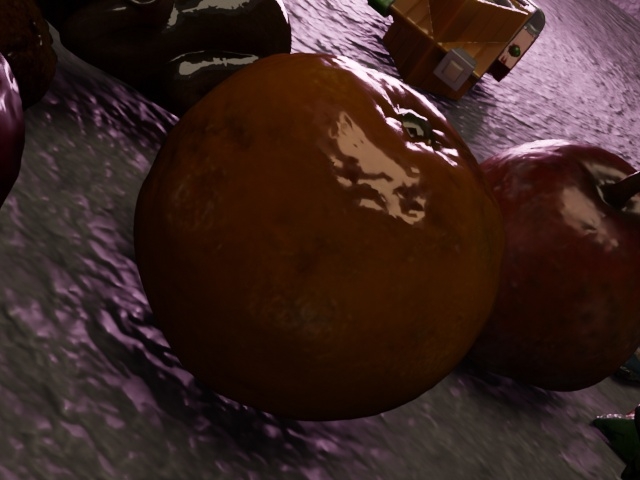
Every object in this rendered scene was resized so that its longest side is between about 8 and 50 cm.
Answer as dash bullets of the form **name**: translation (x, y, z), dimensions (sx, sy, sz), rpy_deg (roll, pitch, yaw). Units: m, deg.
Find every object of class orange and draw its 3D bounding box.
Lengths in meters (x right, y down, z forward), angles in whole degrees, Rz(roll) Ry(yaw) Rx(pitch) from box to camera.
- **orange**: translation (0.000, 0.000, 0.604), dimensions (0.261, 0.261, 0.261), rpy_deg (26, 34, -19)

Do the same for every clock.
- **clock**: translation (0.202, -0.333, 1.293), dimensions (0.235, 0.166, 0.309), rpy_deg (39, 33, 2)

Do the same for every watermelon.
- **watermelon**: translation (0.366, 0.213, 0.854), dimensions (0.155, 0.101, 0.080), rpy_deg (57, 24, 12)

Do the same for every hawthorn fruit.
- **hawthorn fruit**: translation (0.213, 0.008, 0.822), dimensions (0.235, 0.263, 0.231), rpy_deg (9, 10, 3)

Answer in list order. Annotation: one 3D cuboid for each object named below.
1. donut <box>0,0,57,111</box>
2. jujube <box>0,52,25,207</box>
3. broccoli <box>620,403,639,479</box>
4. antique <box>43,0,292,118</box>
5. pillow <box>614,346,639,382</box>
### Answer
- **donut**: translation (-0.289, -0.148, 0.601), dimensions (0.126, 0.144, 0.186), rpy_deg (65, 9, 5)
- **jujube**: translation (-0.303, -0.059, 0.399), dimensions (0.223, 0.223, 0.318), rpy_deg (51, 30, 20)
- **broccoli**: translation (0.246, 0.267, 0.446), dimensions (0.302, 0.249, 0.375), rpy_deg (5, 75, -32)
- **antique**: translation (-0.130, -0.195, 0.746), dimensions (0.257, 0.143, 0.121), rpy_deg (26, 17, -43)
- **pillow**: translation (0.356, 0.068, 1.061), dimensions (0.189, 0.034, 0.256), rpy_deg (7, 43, -40)
